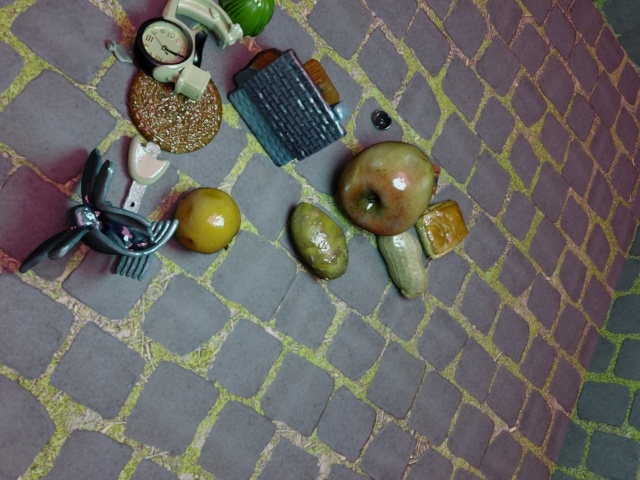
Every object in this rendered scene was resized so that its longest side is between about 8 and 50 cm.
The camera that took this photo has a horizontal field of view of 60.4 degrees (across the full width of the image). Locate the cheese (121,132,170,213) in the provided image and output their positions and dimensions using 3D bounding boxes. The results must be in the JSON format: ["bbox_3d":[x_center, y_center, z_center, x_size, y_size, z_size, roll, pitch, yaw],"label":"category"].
[{"bbox_3d":[-0.534,-0.187,1.632,0.127,0.050,0.235,23,83,-28],"label":"cheese"}]

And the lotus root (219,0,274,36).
[{"bbox_3d":[-0.216,-0.779,1.796,0.186,0.186,0.186,2,87,-33],"label":"lotus root"}]

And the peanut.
[{"bbox_3d":[0.326,0.079,2.119,0.152,0.152,0.313,-29,102,-30],"label":"peanut"}]

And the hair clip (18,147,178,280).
[{"bbox_3d":[-0.561,-0.032,1.455,0.238,0.318,0.392,35,70,-31],"label":"hair clip"}]

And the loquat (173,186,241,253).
[{"bbox_3d":[-0.339,-0.057,1.663,0.208,0.208,0.208,2,87,-33],"label":"loquat"}]

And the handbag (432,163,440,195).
[{"bbox_3d":[0.395,-0.264,2.232,0.190,0.063,0.127,17,78,-27],"label":"handbag"}]

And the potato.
[{"bbox_3d":[0.000,0.000,1.915,0.176,0.141,0.298,-38,108,-38],"label":"potato"}]

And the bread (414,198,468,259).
[{"bbox_3d":[0.504,-0.053,2.267,0.235,0.099,0.210,-27,102,-31],"label":"bread"}]

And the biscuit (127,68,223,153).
[{"bbox_3d":[-0.443,-0.420,1.708,0.305,0.038,0.305,2,87,-33],"label":"biscuit"}]

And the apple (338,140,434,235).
[{"bbox_3d":[0.240,-0.200,1.974,0.338,0.338,0.305,58,42,-17],"label":"apple"}]

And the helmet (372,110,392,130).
[{"bbox_3d":[0.242,-0.465,2.147,0.065,0.049,0.084,-38,82,6],"label":"helmet"}]

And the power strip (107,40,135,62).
[{"bbox_3d":[-0.587,-0.561,1.625,0.083,0.035,0.055,28,73,-31],"label":"power strip"}]

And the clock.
[{"bbox_3d":[-0.399,-0.634,1.687,0.276,0.120,0.379,29,68,-16],"label":"clock"}]

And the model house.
[{"bbox_3d":[-0.067,-0.474,1.780,0.297,0.339,0.360,-43,110,-25],"label":"model house"}]
